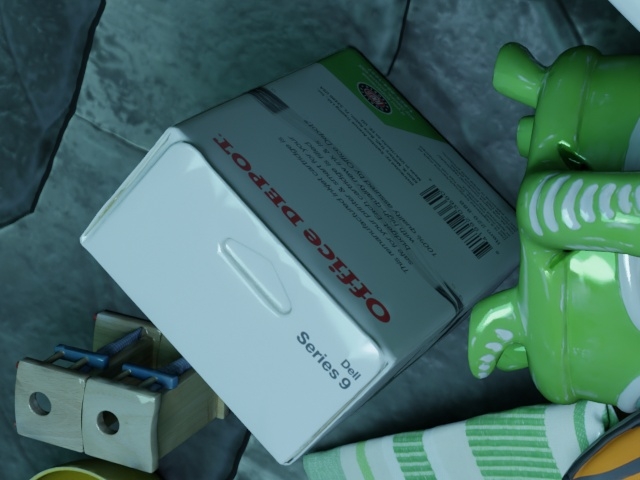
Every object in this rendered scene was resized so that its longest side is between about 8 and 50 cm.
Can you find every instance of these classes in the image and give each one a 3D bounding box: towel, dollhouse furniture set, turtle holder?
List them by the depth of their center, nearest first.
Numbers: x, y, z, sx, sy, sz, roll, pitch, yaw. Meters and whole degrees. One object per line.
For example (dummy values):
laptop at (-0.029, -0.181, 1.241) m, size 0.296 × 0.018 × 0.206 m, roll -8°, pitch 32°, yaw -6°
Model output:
turtle holder at (0.221, -0.021, 1.250) m, size 0.228 × 0.243 × 0.320 m, roll 5°, pitch 148°, yaw 13°
towel at (0.138, 0.245, 1.461) m, size 0.325 × 0.038 × 0.247 m, roll -21°, pitch 95°, yaw 51°
dollhouse furniture set at (-0.153, 0.061, 1.551) m, size 0.129 × 0.129 × 0.183 m, roll 13°, pitch 112°, yaw 23°

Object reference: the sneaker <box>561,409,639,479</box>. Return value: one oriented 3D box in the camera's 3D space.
sneaker at (0.317, 0.147, 1.249) m, size 0.321 × 0.180 × 0.124 m, roll -11°, pitch 87°, yaw -4°

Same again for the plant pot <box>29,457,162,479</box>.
plant pot at (-0.174, 0.234, 1.633) m, size 0.134 × 0.095 × 0.134 m, roll 8°, pitch 109°, yaw 25°

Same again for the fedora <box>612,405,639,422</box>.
fedora at (0.253, 0.185, 1.418) m, size 0.194 × 0.079 × 0.194 m, roll 12°, pitch 111°, yaw 32°

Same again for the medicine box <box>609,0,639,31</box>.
medicine box at (0.289, -0.184, 1.182) m, size 0.289 × 0.263 × 0.149 m, roll 47°, pitch 120°, yaw 7°

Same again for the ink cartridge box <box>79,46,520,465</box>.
ink cartridge box at (0.000, 0.000, 1.365) m, size 0.211 × 0.289 × 0.121 m, roll 47°, pitch 119°, yaw 7°
